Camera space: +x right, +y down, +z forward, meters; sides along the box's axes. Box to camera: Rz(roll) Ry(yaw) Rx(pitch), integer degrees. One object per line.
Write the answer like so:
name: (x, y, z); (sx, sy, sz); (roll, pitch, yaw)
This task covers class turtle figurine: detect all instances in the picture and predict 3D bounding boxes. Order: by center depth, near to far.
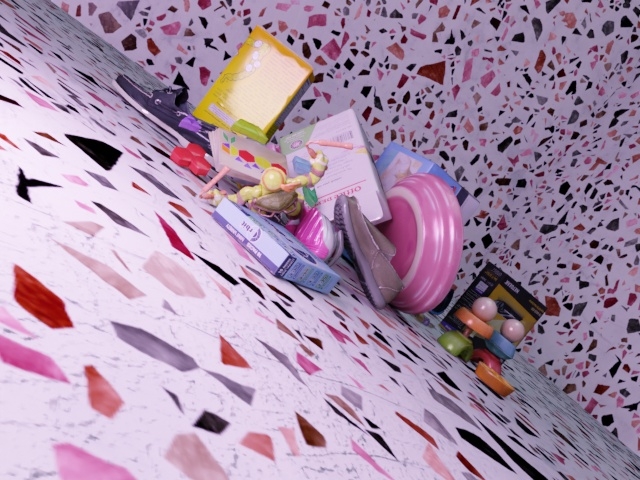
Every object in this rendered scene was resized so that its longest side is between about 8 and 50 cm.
turtle figurine: (-0.067, -0.085, 1.124); (0.217, 0.269, 0.087); (95, -27, -78)

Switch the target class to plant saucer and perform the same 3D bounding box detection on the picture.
plant saucer: (0.199, 0.004, 1.494); (0.084, 0.332, 0.332); (6, 20, -26)

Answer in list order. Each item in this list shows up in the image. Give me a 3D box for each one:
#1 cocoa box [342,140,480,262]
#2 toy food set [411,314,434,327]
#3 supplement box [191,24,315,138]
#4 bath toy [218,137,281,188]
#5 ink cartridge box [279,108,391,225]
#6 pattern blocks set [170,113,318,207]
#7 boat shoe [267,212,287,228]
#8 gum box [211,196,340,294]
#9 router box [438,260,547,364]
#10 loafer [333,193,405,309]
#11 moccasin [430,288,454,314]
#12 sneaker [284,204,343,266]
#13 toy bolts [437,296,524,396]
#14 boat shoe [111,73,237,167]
cocoa box: (0.221, -0.058, 1.804); (0.228, 0.347, 0.231); (34, 5, -34)
toy food set: (0.263, 0.197, 1.688); (0.078, 0.019, 0.122); (40, 6, 23)
supplement box: (-0.196, -0.383, 1.794); (0.195, 0.357, 0.194); (37, 5, -3)
bath toy: (-0.143, -0.169, 1.612); (0.348, 0.128, 0.152); (-1, 75, -74)
ink cartridge box: (0.037, -0.123, 1.510); (0.119, 0.207, 0.354); (55, 18, -50)
pattern blocks set: (-0.150, -0.167, 1.358); (0.324, 0.026, 0.286); (25, 34, -19)
boat shoe: (-0.102, -0.053, 1.345); (0.046, 0.038, 0.125); (42, 7, 38)
gum box: (-0.068, 0.011, 1.032); (0.157, 0.041, 0.184); (41, 7, 29)
router box: (0.530, 0.231, 1.951); (0.308, 0.243, 0.081); (32, 8, -42)
loafer: (0.101, 0.015, 1.301); (0.251, 0.087, 0.094); (68, -10, -16)
moccasin: (0.281, 0.100, 2.087); (0.342, 0.117, 0.138); (38, 6, 2)
sneaker: (0.000, 0.000, 1.233); (0.111, 0.103, 0.252); (35, 7, -13)
toy bolts: (0.433, 0.257, 1.560); (0.218, 0.159, 0.228); (42, 7, 37)
boat shoe: (-0.344, -0.312, 1.546); (0.340, 0.113, 0.127); (38, 6, 7)
